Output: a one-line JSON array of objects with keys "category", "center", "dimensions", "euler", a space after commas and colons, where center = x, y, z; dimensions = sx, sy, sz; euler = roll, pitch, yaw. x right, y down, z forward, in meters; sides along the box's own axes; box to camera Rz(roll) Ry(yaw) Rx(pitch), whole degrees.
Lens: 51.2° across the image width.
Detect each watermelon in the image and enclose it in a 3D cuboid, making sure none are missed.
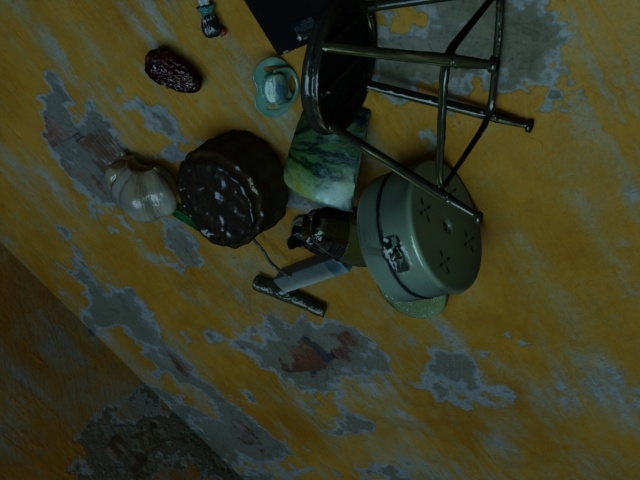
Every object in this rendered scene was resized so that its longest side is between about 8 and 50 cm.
[{"category": "watermelon", "center": [0.038, -0.225, 1.756], "dimensions": [0.213, 0.201, 0.261], "euler": [17, 97, 18]}]

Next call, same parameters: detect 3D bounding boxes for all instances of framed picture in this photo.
[{"category": "framed picture", "center": [-0.093, -0.604, 1.521], "dimensions": [0.255, 0.014, 0.338], "euler": [-10, 125, 40]}]

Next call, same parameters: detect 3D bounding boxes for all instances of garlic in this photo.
[{"category": "garlic", "center": [-0.587, -0.150, 2.180], "dimensions": [0.281, 0.184, 0.203], "euler": [14, 146, 20]}]

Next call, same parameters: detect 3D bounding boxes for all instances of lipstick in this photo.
[{"category": "lipstick", "center": [-0.024, 0.096, 2.161], "dimensions": [0.317, 0.066, 0.068], "euler": [-22, 118, 45]}]

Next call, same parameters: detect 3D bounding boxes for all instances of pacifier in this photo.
[{"category": "pacifier", "center": [-0.123, -0.395, 1.710], "dimensions": [0.116, 0.127, 0.150], "euler": [37, 141, 59]}]

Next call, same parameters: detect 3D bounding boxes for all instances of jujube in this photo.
[{"category": "jujube", "center": [-0.399, -0.458, 1.809], "dimensions": [0.166, 0.104, 0.104], "euler": [24, 140, 3]}]

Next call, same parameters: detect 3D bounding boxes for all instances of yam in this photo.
[{"category": "yam", "center": [-0.107, 0.193, 2.322], "dimensions": [0.274, 0.061, 0.061], "euler": [22, 140, 11]}]

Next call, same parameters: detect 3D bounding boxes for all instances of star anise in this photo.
[{"category": "star anise", "center": [-0.185, -0.006, 2.159], "dimensions": [0.148, 0.218, 0.227], "euler": [-38, 137, 14]}]

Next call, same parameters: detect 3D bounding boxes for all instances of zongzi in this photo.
[{"category": "zongzi", "center": [0.051, 0.008, 1.837], "dimensions": [0.289, 0.154, 0.317], "euler": [11, 160, -21]}]

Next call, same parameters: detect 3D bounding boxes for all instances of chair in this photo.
[{"category": "chair", "center": [0.202, -0.322, 1.367], "dimensions": [0.410, 0.364, 0.361], "euler": [17, 139, 24]}]

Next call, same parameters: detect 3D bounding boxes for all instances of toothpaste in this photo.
[{"category": "toothpaste", "center": [-0.455, -0.083, 2.280], "dimensions": [0.178, 0.037, 0.043], "euler": [31, 137, 1]}]

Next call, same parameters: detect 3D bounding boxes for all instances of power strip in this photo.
[{"category": "power strip", "center": [0.241, -0.017, 1.643], "dimensions": [0.161, 0.357, 0.357], "euler": [-16, 122, 39]}]

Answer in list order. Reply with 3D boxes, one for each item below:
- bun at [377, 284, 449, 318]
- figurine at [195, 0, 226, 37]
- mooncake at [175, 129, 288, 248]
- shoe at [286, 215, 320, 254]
[{"category": "bun", "center": [0.278, 0.131, 1.972], "dimensions": [0.221, 0.108, 0.221], "euler": [13, 130, 16]}, {"category": "figurine", "center": [-0.275, -0.557, 1.666], "dimensions": [0.060, 0.047, 0.106], "euler": [-15, 122, -2]}, {"category": "mooncake", "center": [-0.261, -0.144, 1.931], "dimensions": [0.324, 0.187, 0.324], "euler": [18, 128, 25]}, {"category": "shoe", "center": [0.000, 0.000, 2.011], "dimensions": [0.228, 0.112, 0.099], "euler": [13, 136, 24]}]
